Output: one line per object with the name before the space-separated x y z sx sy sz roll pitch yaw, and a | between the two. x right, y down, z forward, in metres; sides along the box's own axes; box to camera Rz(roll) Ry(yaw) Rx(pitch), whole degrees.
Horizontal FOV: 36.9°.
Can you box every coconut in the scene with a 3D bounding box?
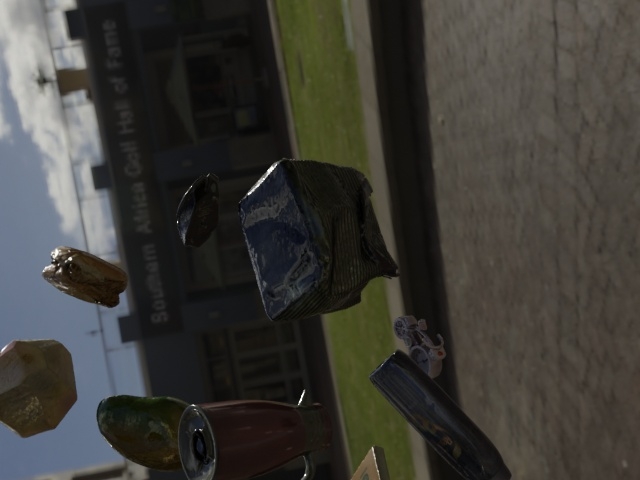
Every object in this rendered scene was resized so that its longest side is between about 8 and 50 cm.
coconut | -0.673 0.340 2.255 0.197 0.237 0.237 59 -168 -46

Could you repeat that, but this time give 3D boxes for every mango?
mango | -0.364 0.406 2.046 0.114 0.251 0.156 -43 -39 -79

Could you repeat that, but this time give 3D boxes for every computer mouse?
computer mouse | -0.283 -0.070 2.205 0.062 0.106 0.192 29 120 30

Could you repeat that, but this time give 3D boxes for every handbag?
handbag | 0.000 0.000 2.031 0.247 0.240 0.340 -44 54 43

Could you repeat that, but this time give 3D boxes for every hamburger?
hamburger | -0.410 0.065 1.690 0.147 0.138 0.083 11 70 50

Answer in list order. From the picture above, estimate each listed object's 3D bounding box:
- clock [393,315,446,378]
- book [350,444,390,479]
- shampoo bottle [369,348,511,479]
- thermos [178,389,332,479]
clock | 0.178 0.185 1.728 0.129 0.041 0.087 62 144 27
book | 0.057 0.464 1.356 0.208 0.020 0.295 -60 21 26
shampoo bottle | 0.168 0.254 1.335 0.233 0.049 0.087 46 142 5
thermos | -0.104 0.365 1.719 0.146 0.265 0.176 -16 77 55
